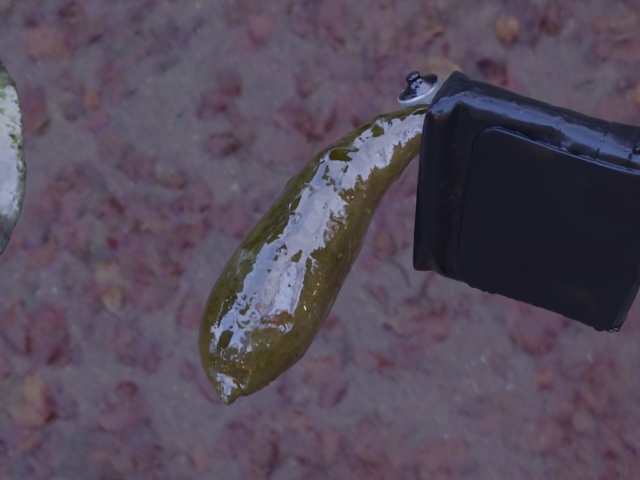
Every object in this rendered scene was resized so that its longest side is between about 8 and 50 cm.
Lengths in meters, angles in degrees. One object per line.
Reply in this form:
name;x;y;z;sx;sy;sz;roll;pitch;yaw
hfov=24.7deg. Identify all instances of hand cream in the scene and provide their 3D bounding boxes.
hand cream;0.150;-0.120;1.719;0.087;0.186;0.054;-37;25;-9

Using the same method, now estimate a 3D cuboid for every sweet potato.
sweet potato;-0.003;-0.004;1.598;0.131;0.130;0.422;28;72;29

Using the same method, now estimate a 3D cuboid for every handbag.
handbag;0.201;-0.036;1.348;0.223;0.246;0.080;17;50;15

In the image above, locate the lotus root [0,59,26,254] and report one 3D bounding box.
lotus root;-0.295;-0.052;1.047;0.183;0.078;0.203;-28;60;36
